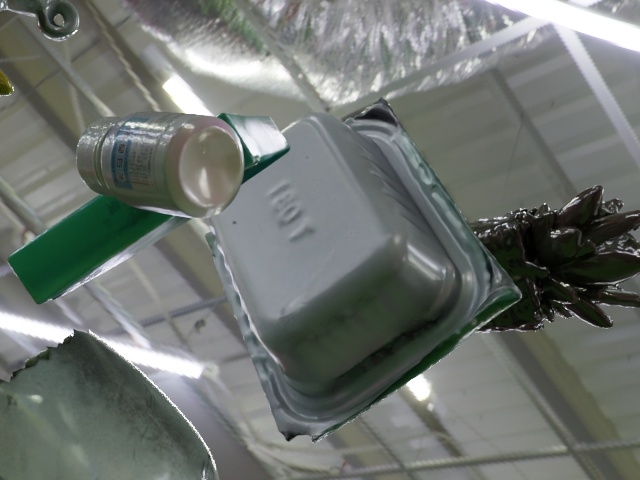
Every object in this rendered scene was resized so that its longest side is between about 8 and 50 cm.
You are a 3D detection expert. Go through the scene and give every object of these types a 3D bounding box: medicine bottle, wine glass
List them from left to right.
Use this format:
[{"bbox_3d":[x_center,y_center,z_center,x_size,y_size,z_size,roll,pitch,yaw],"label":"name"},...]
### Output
[{"bbox_3d":[-0.155,0.236,0.647,0.238,0.238,0.322,-26,-85,43],"label":"wine glass"},{"bbox_3d":[-0.085,-0.041,0.474,0.089,0.052,0.052,10,-44,43],"label":"medicine bottle"}]

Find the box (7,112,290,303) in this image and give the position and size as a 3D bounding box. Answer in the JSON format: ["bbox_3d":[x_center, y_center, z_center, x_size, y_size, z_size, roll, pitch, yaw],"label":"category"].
[{"bbox_3d":[-0.105,-0.032,0.639,0.161,0.226,0.042,-34,-86,7],"label":"box"}]

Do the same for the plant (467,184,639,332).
[{"bbox_3d":[0.297,0.030,1.288,0.321,0.181,0.194,-10,-81,8],"label":"plant"}]

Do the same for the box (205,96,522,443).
[{"bbox_3d":[0.000,0.000,0.896,0.264,0.336,0.106,-36,-42,9],"label":"box"}]

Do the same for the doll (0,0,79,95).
[{"bbox_3d":[-0.319,-0.242,0.658,0.316,0.145,0.103,29,-40,-12],"label":"doll"}]
